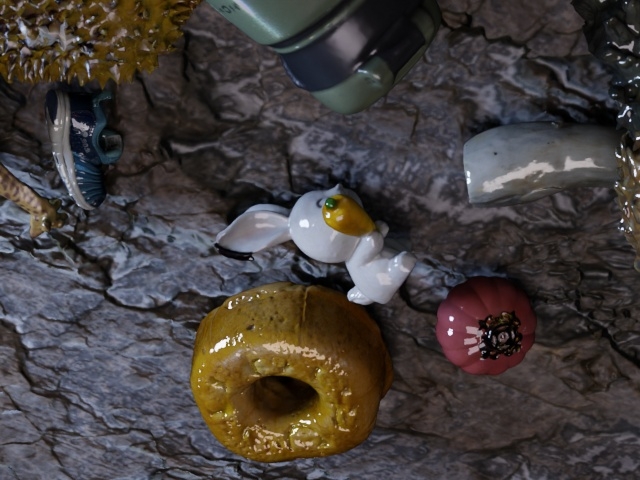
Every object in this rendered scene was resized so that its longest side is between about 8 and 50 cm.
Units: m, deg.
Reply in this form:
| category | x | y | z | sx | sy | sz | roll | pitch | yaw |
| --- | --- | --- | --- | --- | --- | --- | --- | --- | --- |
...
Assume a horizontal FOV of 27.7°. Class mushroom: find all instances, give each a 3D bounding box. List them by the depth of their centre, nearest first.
| category | x | y | z | sx | sy | sz | roll | pitch | yaw |
| --- | --- | --- | --- | --- | --- | --- | --- | --- | --- |
| mushroom | 0.249 | -0.072 | 1.225 | 0.223 | 0.081 | 0.092 | -4 | 126 | 9 |

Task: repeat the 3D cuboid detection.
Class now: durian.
| category | x | y | z | sx | sy | sz | roll | pitch | yaw |
| --- | --- | --- | --- | --- | --- | --- | --- | --- | --- |
| durian | -0.243 | -0.217 | 1.142 | 0.250 | 0.138 | 0.183 | 2 | 138 | 13 |

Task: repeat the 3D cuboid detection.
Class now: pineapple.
| category | x | y | z | sx | sy | sz | roll | pitch | yaw |
| --- | --- | --- | --- | --- | --- | --- | --- | --- | --- |
| pineapple | 0.313 | -0.080 | 1.092 | 0.202 | 0.202 | 0.362 | -33 | 88 | 29 |

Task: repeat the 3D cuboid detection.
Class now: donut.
| category | x | y | z | sx | sy | sz | roll | pitch | yaw |
| --- | --- | --- | --- | --- | --- | --- | --- | --- | --- |
| donut | -0.034 | 0.146 | 1.416 | 0.227 | 0.114 | 0.226 | 5 | 128 | 6 |

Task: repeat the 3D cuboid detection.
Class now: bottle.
| category | x | y | z | sx | sy | sz | roll | pitch | yaw |
| --- | --- | --- | --- | --- | --- | --- | --- | --- | --- |
| bottle | -0.039 | -0.249 | 1.062 | 0.168 | 0.168 | 0.347 | -30 | 120 | 27 |

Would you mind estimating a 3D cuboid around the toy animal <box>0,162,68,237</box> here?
| category | x | y | z | sx | sy | sz | roll | pitch | yaw |
| --- | --- | --- | --- | --- | --- | --- | --- | --- | --- |
| toy animal | -0.384 | -0.087 | 1.312 | 0.275 | 0.054 | 0.149 | 17 | 131 | -8 |

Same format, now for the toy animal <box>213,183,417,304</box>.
| category | x | y | z | sx | sy | sz | roll | pitch | yaw |
| --- | --- | --- | --- | --- | --- | --- | --- | --- | --- |
| toy animal | 0.000 | 0.000 | 1.293 | 0.182 | 0.131 | 0.127 | 31 | 105 | -5 |

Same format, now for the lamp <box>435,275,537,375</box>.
| category | x | y | z | sx | sy | sz | roll | pitch | yaw |
| --- | --- | --- | --- | --- | --- | --- | --- | --- | --- |
| lamp | 0.173 | 0.089 | 1.356 | 0.107 | 0.092 | 0.107 | -3 | 101 | -15 |

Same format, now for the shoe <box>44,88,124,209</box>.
| category | x | y | z | sx | sy | sz | roll | pitch | yaw |
| --- | --- | --- | --- | --- | --- | --- | --- | --- | --- |
| shoe | -0.231 | -0.092 | 1.286 | 0.071 | 0.064 | 0.143 | -10 | 134 | -8 |
